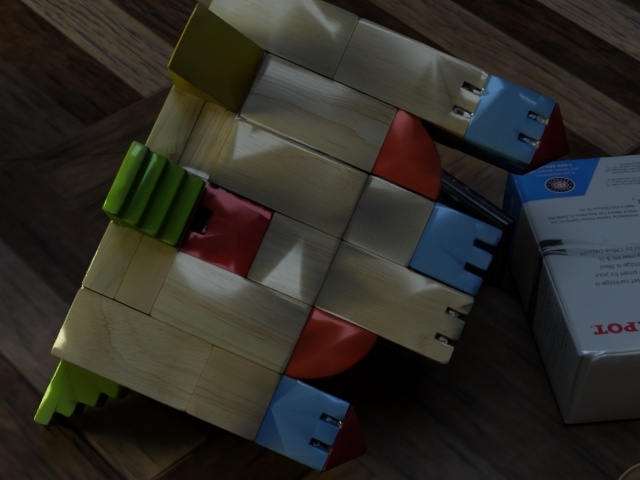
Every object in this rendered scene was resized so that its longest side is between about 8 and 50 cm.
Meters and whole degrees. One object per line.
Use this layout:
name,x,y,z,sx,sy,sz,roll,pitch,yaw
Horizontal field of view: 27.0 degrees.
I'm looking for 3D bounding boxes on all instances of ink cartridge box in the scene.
ink cartridge box,0.232,0.032,1.010,0.148,0.086,0.203,-4,46,-7

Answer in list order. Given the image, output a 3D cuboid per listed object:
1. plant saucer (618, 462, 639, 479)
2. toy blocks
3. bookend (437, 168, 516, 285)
plant saucer,0.239,0.187,0.904,0.083,0.015,0.083,2,44,-2
toy blocks,0.000,0.000,0.914,0.261,0.191,0.381,24,83,1
bookend,0.038,0.003,1.036,0.157,0.072,0.156,-33,56,-30
